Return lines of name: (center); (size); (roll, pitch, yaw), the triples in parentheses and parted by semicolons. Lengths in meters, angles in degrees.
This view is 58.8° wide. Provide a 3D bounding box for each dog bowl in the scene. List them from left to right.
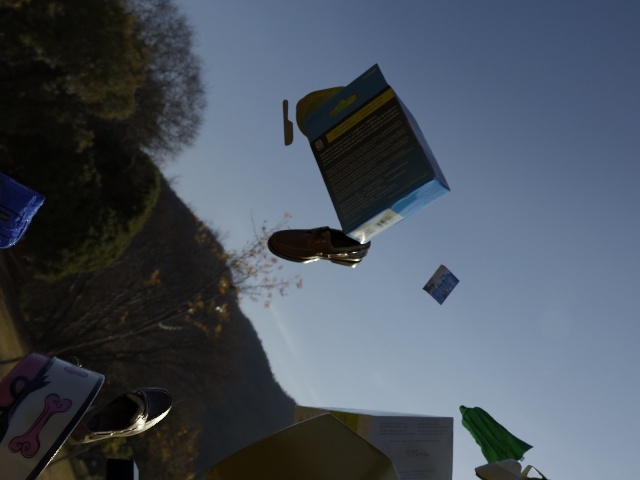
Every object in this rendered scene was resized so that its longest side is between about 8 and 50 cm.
dog bowl: (-0.604, 0.384, 1.071); (0.150, 0.408, 0.408); (40, -17, -14)

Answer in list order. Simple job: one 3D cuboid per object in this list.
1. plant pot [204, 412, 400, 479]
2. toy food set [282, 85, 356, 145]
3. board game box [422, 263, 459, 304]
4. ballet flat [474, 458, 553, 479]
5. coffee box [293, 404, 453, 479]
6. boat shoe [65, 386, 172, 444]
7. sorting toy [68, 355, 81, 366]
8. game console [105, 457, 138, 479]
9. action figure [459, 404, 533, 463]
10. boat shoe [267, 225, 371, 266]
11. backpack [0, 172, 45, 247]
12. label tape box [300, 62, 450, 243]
plant pot: (0.004, 0.366, 0.765); (0.212, 0.187, 0.212); (17, -44, 53)
toy food set: (0.005, -0.323, 1.455); (0.071, 0.218, 0.128); (-107, -173, -73)
board game box: (0.342, 0.126, 1.605); (0.090, 0.090, 0.020); (39, -4, -38)
ballet flat: (0.502, 0.601, 1.443); (0.248, 0.086, 0.086); (28, -14, -17)
coffee box: (0.135, 0.649, 1.587); (0.334, 0.338, 0.338); (-14, -113, 51)
boat shoe: (-0.522, 0.469, 1.547); (0.123, 0.342, 0.123); (-21, -105, 30)
sorting toy: (-0.736, 0.399, 1.743); (0.102, 0.042, 0.061); (46, -64, 29)
game console: (-0.575, 0.706, 1.649); (0.122, 0.071, 0.107); (-107, -167, -46)
action figure: (0.501, 0.579, 1.702); (0.232, 0.137, 0.063); (46, -16, 41)
boat shoe: (0.000, 0.000, 1.678); (0.104, 0.307, 0.110); (123, -36, -48)
backpack: (-0.554, -0.049, 0.982); (0.098, 0.120, 0.101); (33, -13, -21)
label tape box: (0.119, -0.199, 1.309); (0.241, 0.106, 0.333); (-32, -119, 24)
